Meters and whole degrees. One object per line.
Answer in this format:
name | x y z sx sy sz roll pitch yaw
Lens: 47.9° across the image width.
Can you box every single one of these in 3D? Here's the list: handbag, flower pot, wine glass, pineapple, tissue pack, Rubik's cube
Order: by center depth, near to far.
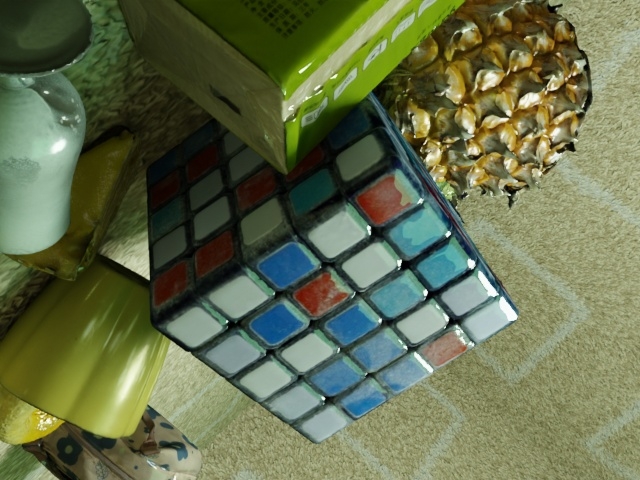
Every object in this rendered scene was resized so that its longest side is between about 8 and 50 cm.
wine glass | -0.233 -0.084 0.552 0.103 0.103 0.231 -41 169 -35
tissue pack | -0.013 -0.235 0.645 0.275 0.200 0.167 -47 167 -16
Rubik's cube | 0.000 0.000 0.824 0.293 0.292 0.287 -33 128 13
flower pot | -0.272 0.118 0.881 0.179 0.195 0.195 -61 170 -6
pineapple | 0.193 -0.220 1.070 0.300 0.352 0.352 -1 144 -22
handbag | -0.346 0.356 1.205 0.190 0.251 0.193 -54 160 -11

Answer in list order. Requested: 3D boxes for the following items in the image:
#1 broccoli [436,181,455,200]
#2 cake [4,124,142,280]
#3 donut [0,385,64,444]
broccoli | 0.128 -0.101 1.573 0.353 0.275 0.397 -6 151 -11
cake | -0.262 -0.044 0.736 0.080 0.116 0.185 116 -14 -65
donut | -0.387 0.217 1.005 0.181 0.078 0.146 -29 154 -56
